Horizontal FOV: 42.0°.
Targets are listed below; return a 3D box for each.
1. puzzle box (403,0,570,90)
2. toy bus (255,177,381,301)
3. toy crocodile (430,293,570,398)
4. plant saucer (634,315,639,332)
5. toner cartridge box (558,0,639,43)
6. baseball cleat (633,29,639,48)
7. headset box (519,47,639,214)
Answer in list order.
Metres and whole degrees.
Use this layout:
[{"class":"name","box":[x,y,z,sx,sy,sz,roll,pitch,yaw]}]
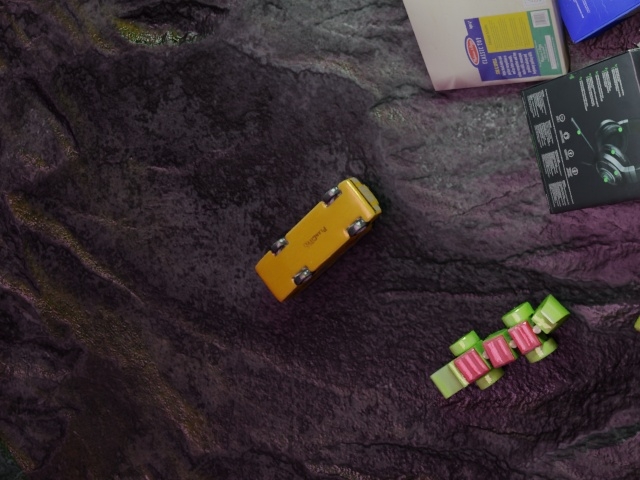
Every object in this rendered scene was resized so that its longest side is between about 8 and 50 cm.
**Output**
[{"class":"puzzle box","box":[0.285,-0.453,1.524,0.272,0.052,0.409,0,140,27]},{"class":"toy bus","box":[0.000,0.000,1.853,0.333,0.130,0.108,-43,77,27]},{"class":"toy crocodile","box":[0.366,0.224,1.713,0.340,0.105,0.115,-36,81,29]},{"class":"plant saucer","box":[0.710,0.139,1.549,0.188,0.045,0.188,31,112,21]},{"class":"toner cartridge box","box":[0.469,-0.552,1.502,0.165,0.075,0.348,-25,86,55]},{"class":"baseball cleat","box":[0.650,-0.410,1.469,0.109,0.072,0.206,32,116,13]},{"class":"headset box","box":[0.519,-0.192,1.469,0.283,0.131,0.246,-14,91,61]}]
